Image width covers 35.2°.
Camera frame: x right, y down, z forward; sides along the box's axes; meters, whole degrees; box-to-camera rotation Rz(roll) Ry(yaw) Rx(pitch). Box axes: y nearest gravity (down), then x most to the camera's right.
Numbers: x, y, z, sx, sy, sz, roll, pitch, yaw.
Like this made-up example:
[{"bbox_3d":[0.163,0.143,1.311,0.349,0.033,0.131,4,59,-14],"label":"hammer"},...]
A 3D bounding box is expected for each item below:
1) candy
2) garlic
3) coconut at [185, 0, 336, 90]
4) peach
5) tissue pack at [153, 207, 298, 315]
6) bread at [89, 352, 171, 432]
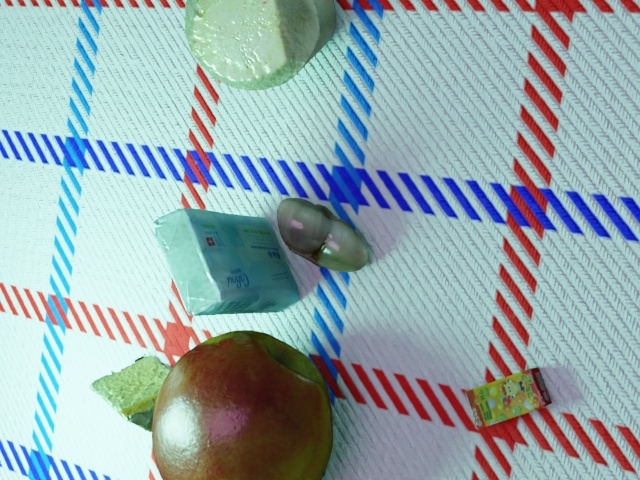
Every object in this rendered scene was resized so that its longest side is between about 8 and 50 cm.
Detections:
[{"bbox_3d":[0.289,0.243,1.557,0.122,0.038,0.062,-26,75,29],"label":"candy"},{"bbox_3d":[0.004,-0.008,1.706,0.174,0.124,0.099,27,88,3],"label":"garlic"},{"bbox_3d":[-0.101,-0.384,1.715,0.239,0.244,0.239,6,116,12],"label":"coconut"},{"bbox_3d":[-0.131,0.321,1.679,0.308,0.308,0.332,38,112,28],"label":"peach"},{"bbox_3d":[-0.150,0.036,1.710,0.089,0.263,0.177,-31,73,25],"label":"tissue pack"},{"bbox_3d":[-0.340,0.291,1.897,0.147,0.152,0.127,30,96,32],"label":"bread"}]
